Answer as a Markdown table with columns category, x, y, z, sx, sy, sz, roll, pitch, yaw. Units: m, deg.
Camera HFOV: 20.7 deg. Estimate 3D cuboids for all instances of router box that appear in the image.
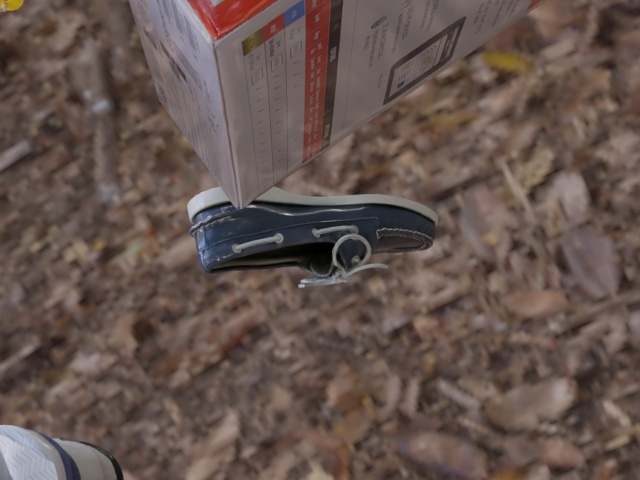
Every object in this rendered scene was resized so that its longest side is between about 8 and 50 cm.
| category | x | y | z | sx | sy | sz | roll | pitch | yaw |
| --- | --- | --- | --- | --- | --- | --- | --- | --- | --- |
| router box | 0.057 | -0.158 | 0.811 | 0.301 | 0.082 | 0.335 | -35 | -7 | -7 |

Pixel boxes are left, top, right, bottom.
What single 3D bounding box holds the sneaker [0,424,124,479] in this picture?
| category | x | y | z | sx | sy | sz | roll | pitch | yaw |
| --- | --- | --- | --- | --- | --- | --- | --- | --- | --- |
| sneaker | -0.276 | 0.240 | 1.396 | 0.315 | 0.182 | 0.127 | -26 | 74 | 24 |

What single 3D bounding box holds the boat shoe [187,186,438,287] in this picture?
| category | x | y | z | sx | sy | sz | roll | pitch | yaw |
| --- | --- | --- | --- | --- | --- | --- | --- | --- | --- |
| boat shoe | 0.000 | 0.000 | 1.600 | 0.095 | 0.254 | 0.079 | -34 | 59 | 49 |

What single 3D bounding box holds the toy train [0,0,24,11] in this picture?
| category | x | y | z | sx | sy | sz | roll | pitch | yaw |
| --- | --- | --- | --- | --- | --- | --- | --- | --- | --- |
| toy train | -0.320 | -0.249 | 1.580 | 0.166 | 0.125 | 0.046 | -47 | 16 | 34 |
